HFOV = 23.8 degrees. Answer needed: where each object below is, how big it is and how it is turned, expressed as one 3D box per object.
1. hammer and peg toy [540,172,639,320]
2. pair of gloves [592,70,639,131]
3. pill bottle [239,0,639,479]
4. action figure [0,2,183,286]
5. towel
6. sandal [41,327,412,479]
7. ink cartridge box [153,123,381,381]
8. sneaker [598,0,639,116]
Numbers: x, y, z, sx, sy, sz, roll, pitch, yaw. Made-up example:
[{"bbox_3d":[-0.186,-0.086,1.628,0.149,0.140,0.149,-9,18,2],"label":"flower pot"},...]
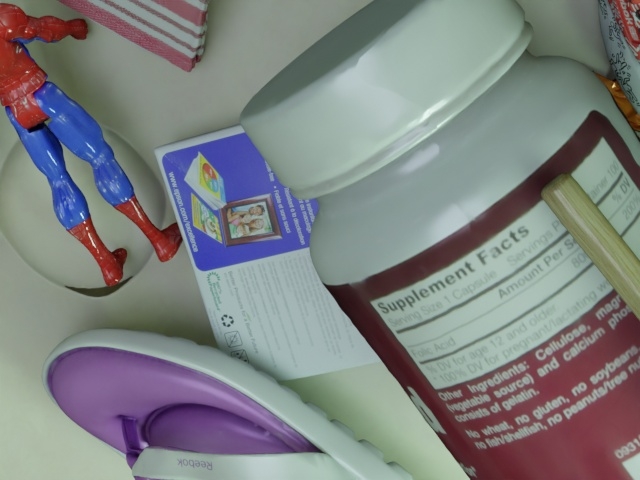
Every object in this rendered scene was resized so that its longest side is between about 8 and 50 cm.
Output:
[{"bbox_3d":[0.310,-0.037,0.884,0.266,0.127,0.361,42,70,-13],"label":"hammer and peg toy"},{"bbox_3d":[0.232,-0.118,1.069,0.074,0.010,0.083,30,112,7],"label":"pair of gloves"},{"bbox_3d":[0.134,0.022,1.001,0.224,0.224,0.392,-31,103,23],"label":"pill bottle"},{"bbox_3d":[-0.208,-0.113,1.172,0.091,0.139,0.280,-24,120,19],"label":"action figure"},{"bbox_3d":[-0.135,-0.219,1.093,0.144,0.029,0.197,29,143,7],"label":"towel"},{"bbox_3d":[-0.044,0.197,1.174,0.416,0.102,0.169,27,135,7],"label":"sandal"},{"bbox_3d":[0.000,0.000,1.156,0.208,0.045,0.206,-12,102,20],"label":"ink cartridge box"},{"bbox_3d":[0.215,-0.170,0.978,0.090,0.145,0.270,-13,99,17],"label":"sneaker"}]
